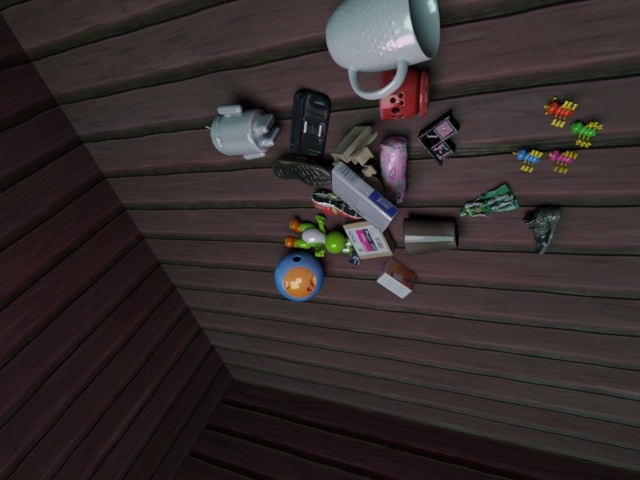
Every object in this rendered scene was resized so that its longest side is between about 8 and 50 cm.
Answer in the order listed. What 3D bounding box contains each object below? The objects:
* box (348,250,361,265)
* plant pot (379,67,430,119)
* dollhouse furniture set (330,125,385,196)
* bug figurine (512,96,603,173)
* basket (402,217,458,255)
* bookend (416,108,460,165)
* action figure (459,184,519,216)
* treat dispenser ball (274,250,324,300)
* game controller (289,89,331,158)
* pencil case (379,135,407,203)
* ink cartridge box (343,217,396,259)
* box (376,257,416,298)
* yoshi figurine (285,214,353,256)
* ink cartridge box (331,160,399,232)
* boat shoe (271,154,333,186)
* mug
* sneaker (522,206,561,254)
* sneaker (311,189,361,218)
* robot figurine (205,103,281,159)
[{"bbox_3d":[0.194,0.098,2.279,0.067,0.018,0.083,22,135,10],"label":"box"},{"bbox_3d":[0.316,-0.548,1.520,0.174,0.191,0.191,2,130,17],"label":"plant pot"},{"bbox_3d":[0.236,-0.310,1.784,0.355,0.174,0.303,45,173,-30],"label":"dollhouse furniture set"},{"bbox_3d":[0.852,-0.366,1.475,0.216,0.072,0.279,21,131,1],"label":"bug figurine"},{"bbox_3d":[0.519,-0.021,1.911,0.227,0.154,0.204,-3,128,25],"label":"basket"},{"bbox_3d":[0.498,-0.406,1.628,0.157,0.072,0.156,45,134,-15],"label":"bookend"},{"bbox_3d":[0.708,-0.146,1.760,0.232,0.063,0.137,-19,121,43],"label":"action figure"},{"bbox_3d":[-0.122,0.204,2.349,0.288,0.288,0.288,15,134,16],"label":"treat dispenser ball"},{"bbox_3d":[-0.050,-0.514,1.843,0.167,0.067,0.319,10,135,0],"label":"game controller"},{"bbox_3d":[0.321,-0.307,1.773,0.124,0.124,0.284,9,129,22],"label":"pencil case"},{"bbox_3d":[0.252,-0.024,2.090,0.193,0.088,0.234,-11,123,34],"label":"ink cartridge box"},{"bbox_3d":[0.407,0.199,2.176,0.171,0.130,0.091,33,135,-4],"label":"box"},{"bbox_3d":[-0.004,-0.013,2.166,0.362,0.203,0.203,11,126,15],"label":"yoshi figurine"},{"bbox_3d":[0.190,-0.183,1.826,0.324,0.071,0.330,41,177,7],"label":"ink cartridge box"},{"bbox_3d":[-0.076,-0.349,1.947,0.324,0.120,0.122,17,139,23],"label":"boat shoe"},{"bbox_3d":[0.195,-0.663,1.371,0.328,0.276,0.373,0,89,36],"label":"mug"},{"bbox_3d":[0.912,-0.046,1.722,0.130,0.087,0.227,12,130,21],"label":"sneaker"},{"bbox_3d":[0.089,-0.170,2.060,0.279,0.107,0.118,22,154,13],"label":"sneaker"},{"bbox_3d":[-0.364,-0.501,1.909,0.354,0.199,0.299,3,137,26],"label":"robot figurine"}]
